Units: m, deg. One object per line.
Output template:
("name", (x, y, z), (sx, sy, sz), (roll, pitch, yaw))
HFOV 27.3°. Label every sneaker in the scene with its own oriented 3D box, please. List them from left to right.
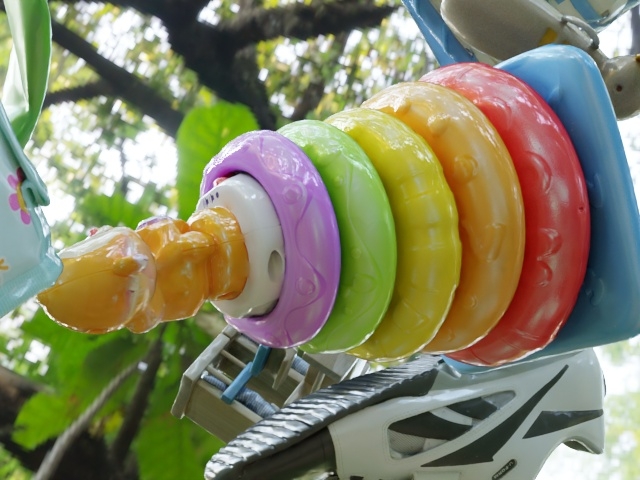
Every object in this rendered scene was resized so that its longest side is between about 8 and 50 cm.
("sneaker", (0.081, 0.162, 0.997), (0.330, 0.122, 0.146), (-17, -87, -16))

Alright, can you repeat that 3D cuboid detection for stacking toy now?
("stacking toy", (0.000, 0.000, 0.648), (0.301, 0.166, 0.175), (-9, -8, -34))

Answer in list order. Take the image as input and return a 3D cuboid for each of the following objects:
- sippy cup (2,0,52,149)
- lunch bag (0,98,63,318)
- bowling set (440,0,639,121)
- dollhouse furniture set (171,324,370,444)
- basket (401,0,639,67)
("sippy cup", (-0.308, -0.096, 0.673), (0.240, 0.305, 0.224), (12, -59, 19))
("lunch bag", (-0.237, -0.034, 0.435), (0.160, 0.262, 0.223), (5, -63, 64))
("bowling set", (0.092, -0.022, 0.917), (0.154, 0.200, 0.287), (33, -32, 11))
("dollhouse furniture set", (-0.027, 0.097, 1.157), (0.129, 0.129, 0.184), (32, -42, 10))
("basket", (0.139, -0.249, 1.095), (0.255, 0.201, 0.289), (54, -22, -7))
